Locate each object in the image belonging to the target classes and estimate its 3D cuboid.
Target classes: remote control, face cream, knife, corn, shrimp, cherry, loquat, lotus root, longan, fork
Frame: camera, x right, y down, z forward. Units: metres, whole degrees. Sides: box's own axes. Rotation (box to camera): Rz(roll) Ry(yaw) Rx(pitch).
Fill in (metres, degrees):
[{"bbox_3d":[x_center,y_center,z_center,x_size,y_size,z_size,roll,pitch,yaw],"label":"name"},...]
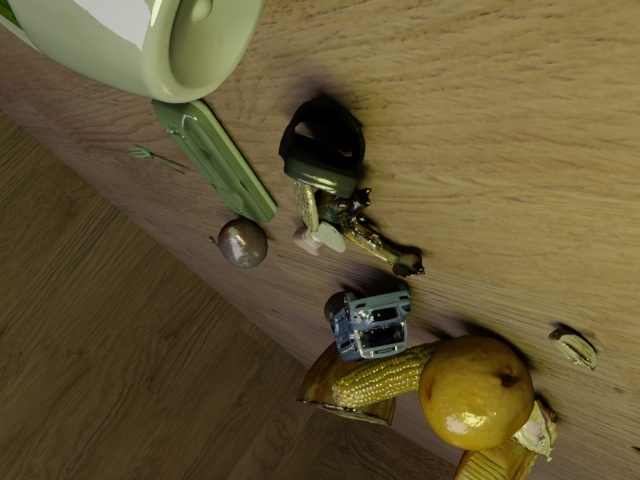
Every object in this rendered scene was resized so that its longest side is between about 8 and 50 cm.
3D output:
[{"bbox_3d":[-0.196,-0.146,1.163,0.128,0.065,0.335,22,159,33],"label":"remote control"},{"bbox_3d":[-0.225,-0.294,0.532,0.357,0.219,0.312,38,166,5],"label":"face cream"},{"bbox_3d":[0.002,0.002,1.114,0.081,0.043,0.336,35,174,-7],"label":"knife"},{"bbox_3d":[0.166,0.287,1.297,0.101,0.291,0.101,162,90,-84],"label":"corn"},{"bbox_3d":[0.077,-0.014,0.952,0.222,0.054,0.290,38,173,2],"label":"shrimp"},{"bbox_3d":[-0.217,-0.011,1.505,0.188,0.115,0.148,35,-176,23],"label":"cherry"},{"bbox_3d":[0.280,0.274,1.111,0.208,0.208,0.208,33,164,11],"label":"loquat"},{"bbox_3d":[0.128,0.442,1.877,0.316,0.250,0.316,22,161,8],"label":"lotus root"},{"bbox_3d":[0.376,0.158,0.905,0.083,0.030,0.037,41,170,-11],"label":"lotus root"},{"bbox_3d":[0.065,0.166,1.464,0.113,0.113,0.092,138,122,-74],"label":"longan"},{"bbox_3d":[-0.399,-0.198,1.515,0.235,0.021,0.039,22,163,37],"label":"fork"}]

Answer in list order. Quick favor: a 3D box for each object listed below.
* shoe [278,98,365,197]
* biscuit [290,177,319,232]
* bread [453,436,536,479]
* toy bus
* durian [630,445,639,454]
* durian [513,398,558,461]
[{"bbox_3d":[0.010,-0.123,0.758,0.108,0.093,0.241,19,-165,-8],"label":"shoe"},{"bbox_3d":[-0.029,-0.086,0.935,0.152,0.020,0.152,164,90,-83],"label":"biscuit"},{"bbox_3d":[0.438,0.567,1.538,0.133,0.250,0.179,25,148,38],"label":"bread"},{"bbox_3d":[0.103,0.178,1.262,0.292,0.125,0.133,118,140,-73],"label":"toy bus"},{"bbox_3d":[0.507,0.265,0.820,0.148,0.091,0.188,41,141,-13],"label":"durian"},{"bbox_3d":[0.450,0.369,1.279,0.140,0.078,0.224,41,158,31],"label":"durian"}]
